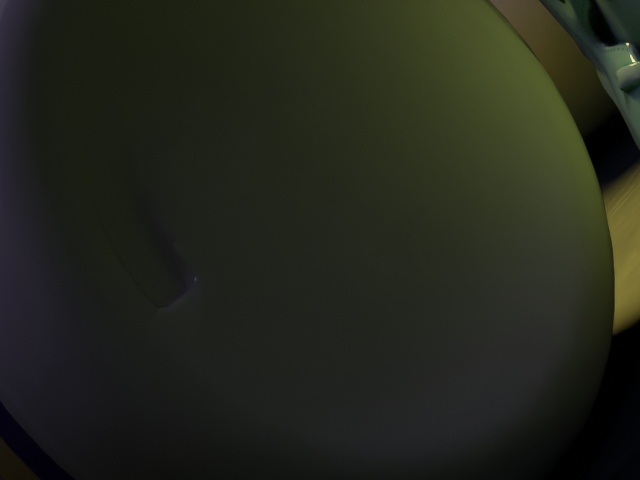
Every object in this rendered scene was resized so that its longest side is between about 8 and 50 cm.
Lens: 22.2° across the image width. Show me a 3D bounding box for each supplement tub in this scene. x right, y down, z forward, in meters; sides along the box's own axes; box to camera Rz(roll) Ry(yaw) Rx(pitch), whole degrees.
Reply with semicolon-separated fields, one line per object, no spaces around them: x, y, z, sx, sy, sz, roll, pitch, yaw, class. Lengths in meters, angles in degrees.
-0.075;0.043;0.623;0.331;0.241;0.241;-40;12;51;supplement tub

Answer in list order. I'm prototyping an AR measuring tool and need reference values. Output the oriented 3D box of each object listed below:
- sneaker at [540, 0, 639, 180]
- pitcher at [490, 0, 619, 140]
0.095;-0.044;0.414;0.094;0.151;0.256;-45;9;20;sneaker
0.123;-0.154;0.820;0.178;0.125;0.207;115;178;-90;pitcher
